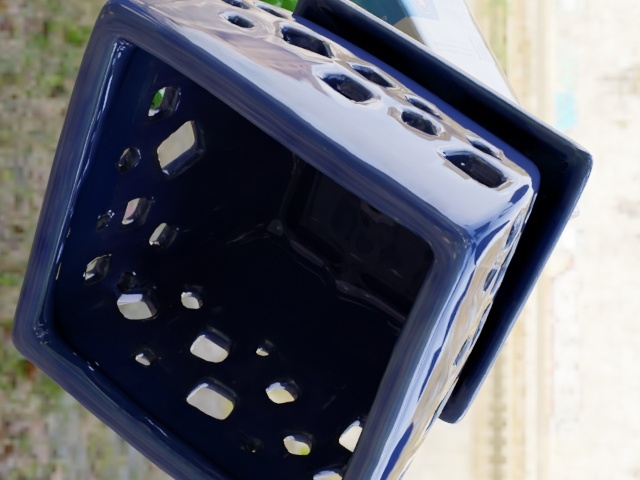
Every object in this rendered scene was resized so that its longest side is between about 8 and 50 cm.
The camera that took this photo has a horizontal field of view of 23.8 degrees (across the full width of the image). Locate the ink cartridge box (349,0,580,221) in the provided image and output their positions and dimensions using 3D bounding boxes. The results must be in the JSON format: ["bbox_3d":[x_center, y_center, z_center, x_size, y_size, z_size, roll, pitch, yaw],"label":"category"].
[{"bbox_3d":[0.130,-0.130,1.647,0.307,0.129,0.223,63,24,12],"label":"ink cartridge box"}]

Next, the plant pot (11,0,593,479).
[{"bbox_3d":[0.000,0.000,0.844,0.212,0.236,0.236,-28,147,-52],"label":"plant pot"}]

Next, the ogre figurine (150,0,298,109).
[{"bbox_3d":[-0.078,-0.174,1.317,0.097,0.197,0.118,-42,127,-53],"label":"ogre figurine"}]
